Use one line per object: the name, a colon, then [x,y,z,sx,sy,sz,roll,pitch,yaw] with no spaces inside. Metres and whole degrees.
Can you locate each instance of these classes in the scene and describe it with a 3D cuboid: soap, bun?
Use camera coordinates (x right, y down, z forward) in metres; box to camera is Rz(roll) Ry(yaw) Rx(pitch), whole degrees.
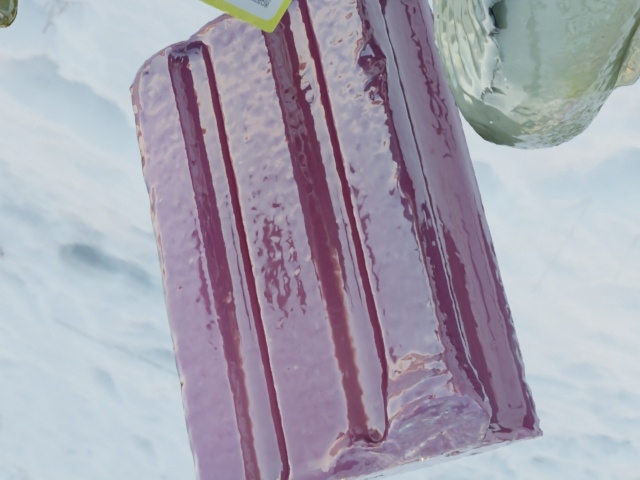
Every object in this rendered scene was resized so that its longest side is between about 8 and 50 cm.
soap: [0.000,0.000,0.837,0.233,0.359,0.128,-22,161,32]
bun: [0.133,-0.169,0.639,0.141,0.239,0.239,1,146,1]

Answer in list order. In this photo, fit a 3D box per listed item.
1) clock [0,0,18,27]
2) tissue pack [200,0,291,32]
clock: [-0.215,-0.261,0.509,0.286,0.348,0.117,6,163,-35]
tissue pack: [-0.025,-0.203,0.565,0.062,0.176,0.095,42,-163,34]
